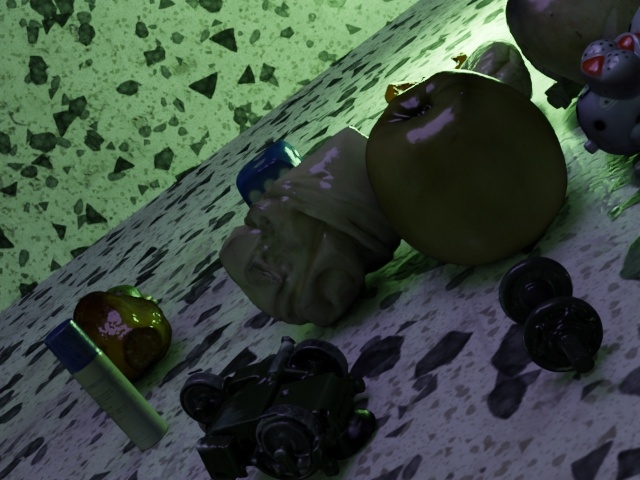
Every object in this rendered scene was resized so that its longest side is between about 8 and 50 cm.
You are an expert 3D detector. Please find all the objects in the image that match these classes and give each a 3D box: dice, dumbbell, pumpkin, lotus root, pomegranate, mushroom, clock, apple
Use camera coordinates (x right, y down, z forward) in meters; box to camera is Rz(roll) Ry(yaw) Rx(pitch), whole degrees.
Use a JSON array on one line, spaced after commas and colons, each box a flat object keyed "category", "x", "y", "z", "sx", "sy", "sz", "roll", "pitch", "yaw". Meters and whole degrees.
[{"category": "dice", "x": -0.087, "y": -0.119, "z": 2.125, "sx": 0.143, "sy": 0.146, "sz": 0.146, "roll": -36, "pitch": 16, "yaw": 12}, {"category": "dumbbell", "x": 0.234, "y": 0.073, "z": 1.024, "sx": 0.081, "sy": 0.082, "sz": 0.254, "roll": -35, "pitch": 16, "yaw": 9}, {"category": "pumpkin", "x": 0.230, "y": -0.286, "z": 1.980, "sx": 0.183, "sy": 0.108, "sz": 0.119, "roll": -20, "pitch": 30, "yaw": 28}, {"category": "lotus root", "x": -0.376, "y": 0.186, "z": 1.889, "sx": 0.193, "sy": 0.193, "sz": 0.291, "roll": -45, "pitch": 15, "yaw": -23}, {"category": "pomegranate", "x": -0.415, "y": 0.151, "z": 2.179, "sx": 0.114, "sy": 0.115, "sz": 0.142, "roll": -26, "pitch": -7, "yaw": 35}, {"category": "mushroom", "x": 0.404, "y": -0.326, "z": 1.520, "sx": 0.184, "sy": 0.254, "sz": 0.255, "roll": -59, "pitch": 1, "yaw": 36}, {"category": "clock", "x": 0.427, "y": -0.216, "z": 1.282, "sx": 0.254, "sy": 0.189, "sz": 0.189, "roll": -42, "pitch": 16, "yaw": 4}, {"category": "apple", "x": 0.190, "y": -0.096, "z": 1.308, "sx": 0.262, "sy": 0.262, "sz": 0.262, "roll": -34, "pitch": 16, "yaw": 11}]

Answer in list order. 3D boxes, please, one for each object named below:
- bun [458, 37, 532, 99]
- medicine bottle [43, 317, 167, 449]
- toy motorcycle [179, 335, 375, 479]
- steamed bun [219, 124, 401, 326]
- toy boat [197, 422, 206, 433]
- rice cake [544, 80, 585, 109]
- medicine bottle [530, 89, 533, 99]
[{"category": "bun", "x": 0.269, "y": -0.218, "z": 1.619, "sx": 0.220, "sy": 0.134, "sz": 0.220, "roll": -57, "pitch": 7, "yaw": 10}, {"category": "medicine bottle", "x": -0.329, "y": 0.222, "z": 1.541, "sx": 0.059, "sy": 0.231, "sz": 0.059, "roll": -34, "pitch": 16, "yaw": 11}, {"category": "toy motorcycle", "x": -0.063, "y": 0.219, "z": 1.202, "sx": 0.275, "sy": 0.127, "sz": 0.205, "roll": -21, "pitch": 23, "yaw": 27}, {"category": "steamed bun", "x": 0.005, "y": 0.003, "z": 1.492, "sx": 0.275, "sy": 0.206, "sz": 0.320, "roll": -34, "pitch": -15, "yaw": -32}, {"category": "toy boat", "x": -0.113, "y": 0.234, "z": 1.428, "sx": 0.122, "sy": 0.034, "sz": 0.096, "roll": -36, "pitch": 14, "yaw": -26}, {"category": "rice cake", "x": 0.448, "y": -0.305, "z": 1.660, "sx": 0.270, "sy": 0.055, "sz": 0.049, "roll": -50, "pitch": 15, "yaw": -30}, {"category": "medicine bottle", "x": 0.330, "y": -0.261, "z": 1.784, "sx": 0.057, "sy": 0.057, "sz": 0.089, "roll": -44, "pitch": 16, "yaw": -21}]
